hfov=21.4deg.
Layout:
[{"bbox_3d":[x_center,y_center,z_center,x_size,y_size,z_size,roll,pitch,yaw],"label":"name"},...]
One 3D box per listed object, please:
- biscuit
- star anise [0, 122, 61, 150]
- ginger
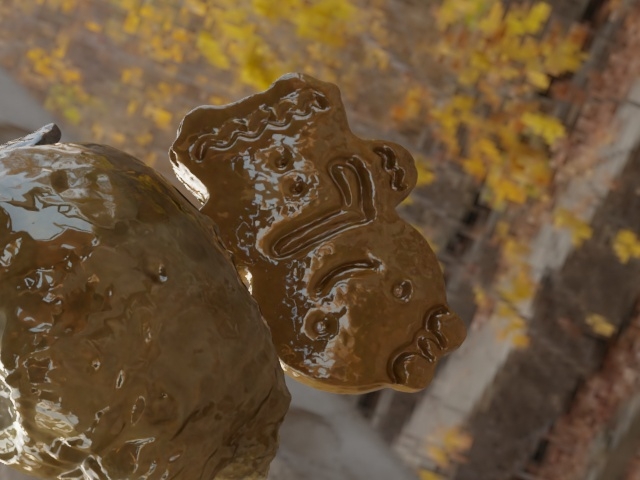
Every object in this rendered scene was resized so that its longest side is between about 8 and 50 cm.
[{"bbox_3d":[-0.005,-0.002,0.884,0.027,0.133,0.184,117,140,-67],"label":"biscuit"},{"bbox_3d":[-0.240,-0.018,1.179,0.063,0.171,0.208,-3,106,63],"label":"star anise"},{"bbox_3d":[-0.080,0.004,0.396,0.096,0.165,0.067,-59,-7,-51],"label":"ginger"}]
